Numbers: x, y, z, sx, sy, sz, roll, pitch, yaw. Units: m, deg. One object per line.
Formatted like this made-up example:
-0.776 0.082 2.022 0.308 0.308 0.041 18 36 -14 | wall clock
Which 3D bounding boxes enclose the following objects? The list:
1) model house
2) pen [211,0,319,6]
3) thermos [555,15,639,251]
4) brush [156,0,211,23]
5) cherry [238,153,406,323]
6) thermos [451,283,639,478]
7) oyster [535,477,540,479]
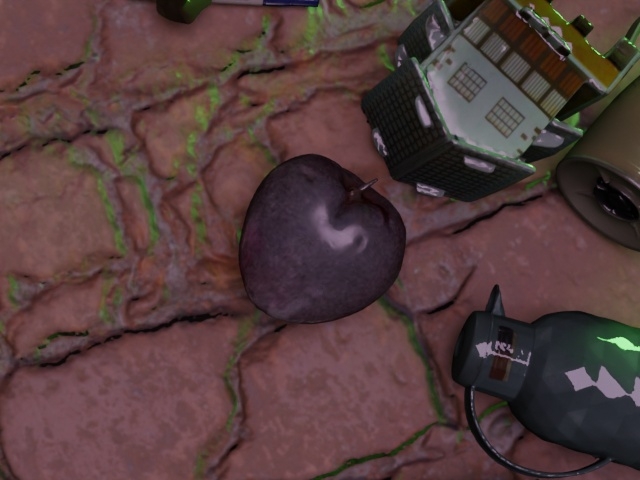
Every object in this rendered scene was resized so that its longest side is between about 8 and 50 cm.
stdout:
0.167 -0.157 1.657 0.198 0.224 0.215 45 77 -5 | model house
-0.101 -0.262 1.720 0.204 0.025 0.025 2 85 -9 | pen
0.372 -0.138 1.726 0.176 0.146 0.265 41 72 -8 | thermos
-0.105 -0.370 1.696 0.071 0.084 0.301 17 70 -2 | brush
0.002 0.004 1.659 0.176 0.140 0.176 2 102 9 | cherry
0.274 0.163 1.681 0.286 0.145 0.182 15 77 -5 | thermos
0.225 0.324 1.671 0.350 0.162 0.158 -3 56 -18 | oyster
